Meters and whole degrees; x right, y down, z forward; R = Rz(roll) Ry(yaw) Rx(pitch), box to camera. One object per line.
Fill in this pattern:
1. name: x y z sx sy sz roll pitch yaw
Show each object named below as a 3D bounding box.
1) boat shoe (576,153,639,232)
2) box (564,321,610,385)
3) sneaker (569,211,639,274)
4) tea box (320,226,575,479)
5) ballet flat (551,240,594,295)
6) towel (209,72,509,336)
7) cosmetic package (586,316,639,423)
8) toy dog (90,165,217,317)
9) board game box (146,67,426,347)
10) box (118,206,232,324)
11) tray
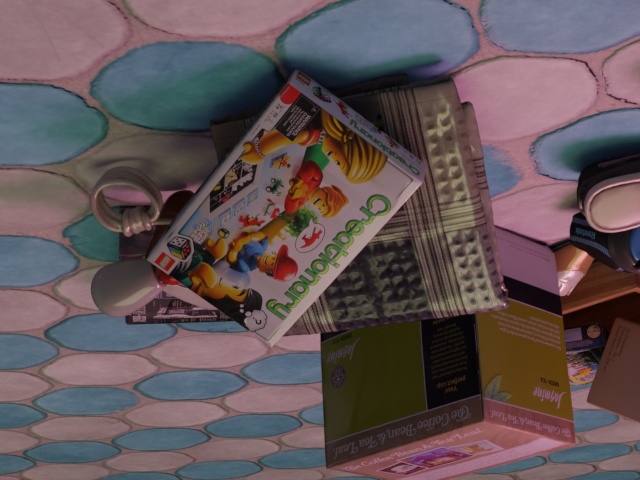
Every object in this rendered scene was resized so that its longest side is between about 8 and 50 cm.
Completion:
1. boat shoe: 0.506 -0.092 1.809 0.335 0.095 0.112 -10 122 5
2. box: 0.441 0.207 2.389 0.159 0.044 0.233 -11 157 18
3. sneaker: 0.514 -0.002 2.022 0.341 0.125 0.139 12 -179 -42
4. tea box: 0.185 0.182 2.094 0.220 0.323 0.329 19 149 -39
5. ballet flat: 0.369 0.068 2.183 0.080 0.073 0.232 7 156 -27
6. towel: 0.052 -0.039 1.655 0.312 0.056 0.324 -8 117 14
7. cosmetic package: 0.601 0.245 2.180 0.113 0.160 0.309 19 180 -43
8. toy dog: -0.133 -0.003 1.810 0.334 0.220 0.161 0 -166 5
9. board game box: -0.044 -0.032 1.612 0.193 0.053 0.305 35 119 -11
10. box: -0.174 0.041 2.015 0.242 0.076 0.307 -1 158 -6
11. tray: 0.419 0.126 2.341 0.411 0.076 0.203 -24 151 39
